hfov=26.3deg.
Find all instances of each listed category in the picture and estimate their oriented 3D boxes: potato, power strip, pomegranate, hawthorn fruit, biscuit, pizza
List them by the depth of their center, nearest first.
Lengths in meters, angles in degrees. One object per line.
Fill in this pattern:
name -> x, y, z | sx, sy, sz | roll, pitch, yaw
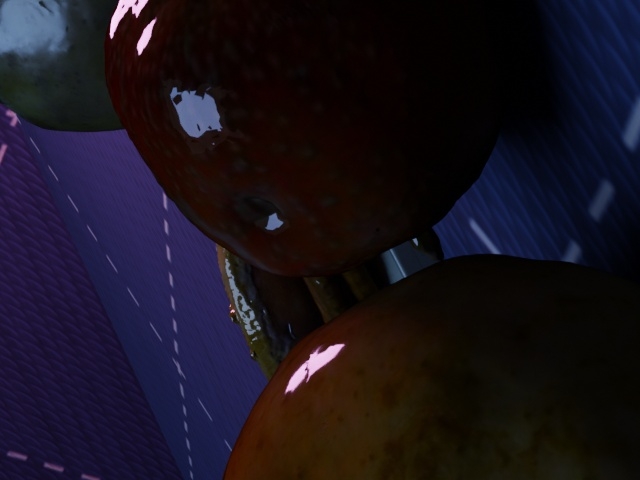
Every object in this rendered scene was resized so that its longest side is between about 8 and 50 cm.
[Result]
pomegranate -> 0.139, 0.193, 0.876 | 0.410, 0.410, 0.410 | 52, 160, 28
hawthorn fruit -> 0.001, -0.108, 0.954 | 0.299, 0.275, 0.275 | 55, 163, -11
potato -> -0.193, -0.244, 1.259 | 0.243, 0.326, 0.221 | 30, -159, 0
power strip -> 0.080, 0.026, 1.267 | 0.175, 0.042, 0.075 | 61, 163, 2
biscuit -> 0.000, 0.000, 1.333 | 0.220, 0.066, 0.220 | 63, 180, 1
pizza -> -0.036, 0.075, 1.463 | 0.086, 0.161, 0.305 | -16, 108, 34
